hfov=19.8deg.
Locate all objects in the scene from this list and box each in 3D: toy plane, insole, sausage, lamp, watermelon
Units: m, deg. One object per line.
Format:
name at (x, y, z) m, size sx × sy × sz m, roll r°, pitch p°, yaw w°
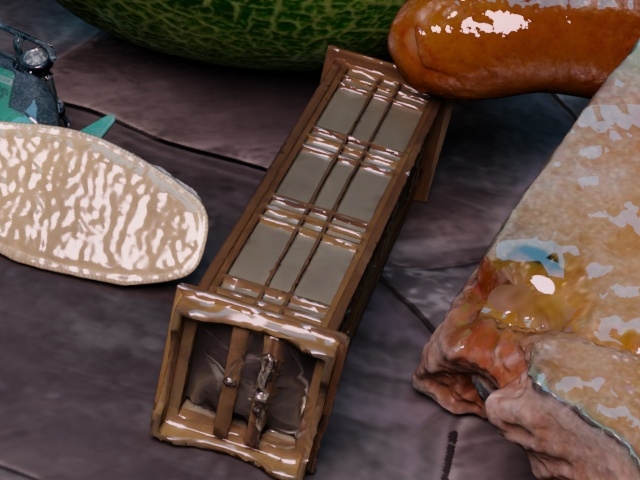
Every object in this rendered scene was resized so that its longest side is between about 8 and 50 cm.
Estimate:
toy plane at (-0.181, -0.068, 1.088) m, size 0.235 × 0.060 × 0.096 m, roll 25°, pitch 52°, yaw 25°
insole at (-0.181, -0.031, 1.023) m, size 0.248 × 0.081 × 0.011 m, roll 13°, pitch -10°, yaw 6°
sausage at (0.190, -0.106, 1.099) m, size 0.302 × 0.103 × 0.076 m, roll 13°, pitch 46°, yaw -15°
lamp at (0.000, 0.000, 1.016) m, size 0.090 × 0.089 × 0.325 m, roll 18°, pitch 32°, yaw 7°
watermelon at (0.188, 0.051, 0.972) m, size 0.264 × 0.151 × 0.302 m, roll 32°, pitch 53°, yaw 25°

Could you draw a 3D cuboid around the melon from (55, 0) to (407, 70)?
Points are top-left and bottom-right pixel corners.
melon at (-0.030, -0.208, 1.197) m, size 0.343 × 0.226 × 0.331 m, roll -23°, pitch 23°, yaw -29°
